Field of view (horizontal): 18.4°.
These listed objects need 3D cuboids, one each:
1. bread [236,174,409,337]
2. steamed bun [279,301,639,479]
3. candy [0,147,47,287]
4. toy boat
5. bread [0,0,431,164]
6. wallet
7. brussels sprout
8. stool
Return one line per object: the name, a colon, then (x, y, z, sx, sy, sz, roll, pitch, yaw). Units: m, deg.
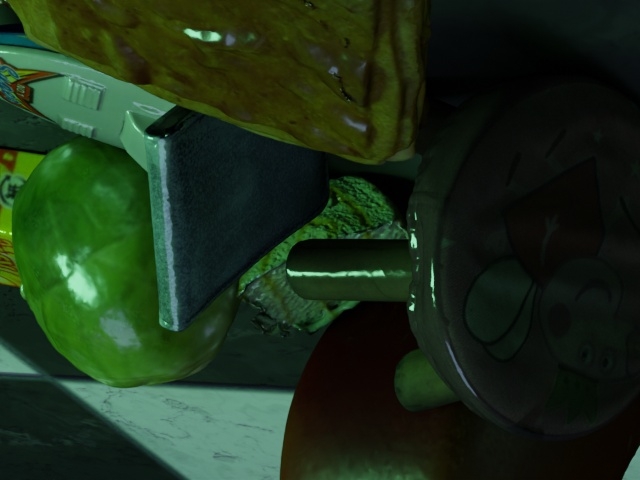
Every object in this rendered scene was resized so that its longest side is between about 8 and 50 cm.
bread: (-0.006, 0.001, 1.698, 0.156, 0.110, 0.103, -24, 142, -1)
steamed bun: (0.120, 0.157, 1.711, 0.235, 0.379, 0.248, -6, 121, 41)
candy: (-0.369, -0.031, 1.884, 0.276, 0.088, 0.146, 10, 157, 13)
toy boat: (-0.162, -0.112, 1.579, 0.295, 0.088, 0.129, 17, 156, -5)
bread: (-0.063, -0.200, 1.229, 0.324, 0.167, 0.277, 23, 157, 11)
wallet: (-0.057, -0.054, 1.431, 0.036, 0.222, 0.167, 16, 126, 26)
brussels sprout: (-0.167, 0.016, 1.717, 0.244, 0.244, 0.244, 12, 156, 6)
stool: (0.129, 0.010, 1.485, 0.178, 0.272, 0.272, 3, 156, 48)
